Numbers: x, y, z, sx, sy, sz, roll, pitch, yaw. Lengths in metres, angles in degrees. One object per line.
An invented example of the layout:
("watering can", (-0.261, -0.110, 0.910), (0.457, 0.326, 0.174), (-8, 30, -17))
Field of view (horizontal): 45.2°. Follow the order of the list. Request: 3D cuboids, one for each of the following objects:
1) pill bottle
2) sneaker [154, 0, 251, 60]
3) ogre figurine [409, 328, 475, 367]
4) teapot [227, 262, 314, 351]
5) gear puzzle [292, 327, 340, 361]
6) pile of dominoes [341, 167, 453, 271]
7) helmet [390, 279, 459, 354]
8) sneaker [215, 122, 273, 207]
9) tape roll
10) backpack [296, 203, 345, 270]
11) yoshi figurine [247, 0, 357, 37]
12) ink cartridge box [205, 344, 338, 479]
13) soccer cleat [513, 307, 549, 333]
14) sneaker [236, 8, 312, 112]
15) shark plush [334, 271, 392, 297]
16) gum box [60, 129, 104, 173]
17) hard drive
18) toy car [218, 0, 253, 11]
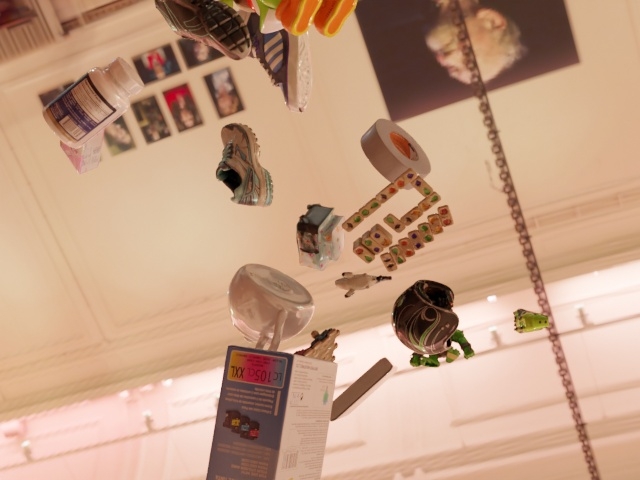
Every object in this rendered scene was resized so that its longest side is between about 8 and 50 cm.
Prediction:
("pill bottle", (-0.403, -0.250, 1.377), (0.169, 0.094, 0.094), (-36, -165, 7))
("sneaker", (-0.259, -0.479, 1.672), (0.101, 0.267, 0.106), (-42, 174, -38))
("ogre figurine", (0.375, 0.332, 2.382), (0.197, 0.097, 0.118), (-33, -155, 28))
("teapot", (-0.149, 0.194, 2.041), (0.253, 0.187, 0.256), (34, -166, 22))
("gear puzzle", (-0.034, 0.332, 1.992), (0.175, 0.044, 0.339), (-37, 157, -23))
("pile of dominoes", (0.193, -0.033, 1.874), (0.251, 0.196, 0.040), (-40, -156, 26))
("helmet", (0.252, 0.193, 1.849), (0.170, 0.161, 0.169), (18, -151, -10))
("sneaker", (-0.222, -0.208, 2.030), (0.122, 0.283, 0.110), (-5, 142, -31))
("tape roll", (0.220, -0.252, 2.242), (0.072, 0.219, 0.219), (-43, -176, 29))
("backpack", (0.000, 0.000, 2.419), (0.145, 0.188, 0.166), (16, -144, 11))
("yoshi figurine", (-0.091, -0.557, 1.492), (0.203, 0.203, 0.362), (-39, -117, -12))
("ink cartridge box", (-0.098, 0.419, 1.520), (0.151, 0.395, 0.270), (3, 169, 21))
("soccer cleat", (0.505, 0.195, 1.845), (0.072, 0.060, 0.179), (-2, 178, 6))
("sneaker", (-0.156, -0.519, 2.191), (0.236, 0.322, 0.130), (-1, -174, 20))
("shark plush", (0.121, 0.109, 2.208), (0.161, 0.073, 0.067), (-19, -179, -1))
("gum box", (-0.655, -0.278, 2.104), (0.062, 0.107, 0.188), (-28, 163, -34))
("hard drive", (0.128, 0.441, 2.285), (0.233, 0.047, 0.353), (-42, 167, -1))
("toy car", (-0.161, -0.639, 1.769), (0.155, 0.188, 0.148), (-7, -129, -14))
